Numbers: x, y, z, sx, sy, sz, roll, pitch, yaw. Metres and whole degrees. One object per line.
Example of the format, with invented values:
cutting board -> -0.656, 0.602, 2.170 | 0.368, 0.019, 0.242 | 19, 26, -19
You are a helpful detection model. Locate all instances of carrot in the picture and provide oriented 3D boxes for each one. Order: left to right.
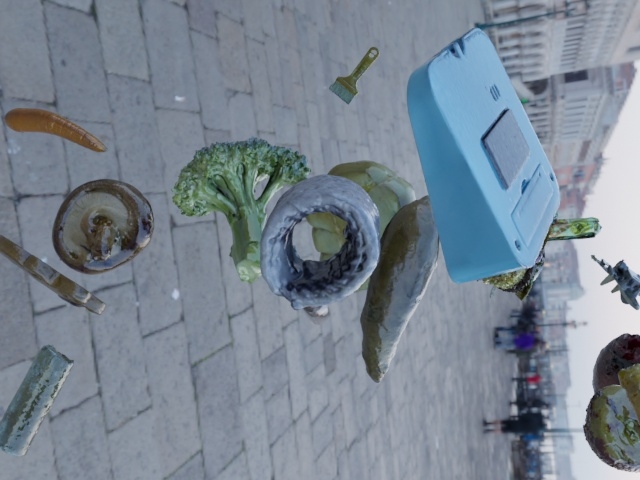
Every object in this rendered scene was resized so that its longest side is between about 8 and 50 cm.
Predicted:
carrot -> -0.629, -0.269, 1.546 | 0.062, 0.271, 0.066 | 85, 18, -68

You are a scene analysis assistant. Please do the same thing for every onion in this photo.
onion -> 0.779, 0.368, 1.580 | 0.146, 0.314, 0.280 | -27, 129, -23

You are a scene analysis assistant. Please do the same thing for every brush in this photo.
brush -> 0.111, -0.501, 1.963 | 0.082, 0.218, 0.010 | 35, 47, -12

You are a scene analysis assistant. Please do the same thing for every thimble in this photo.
thimble -> 0.000, 0.000, 1.240 | 0.246, 0.217, 0.157 | -57, -175, 22

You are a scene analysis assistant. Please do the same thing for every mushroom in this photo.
mushroom -> -0.486, -0.031, 1.478 | 0.138, 0.231, 0.194 | 68, -3, -71

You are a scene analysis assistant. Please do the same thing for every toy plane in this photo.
toy plane -> 0.759, 0.110, 1.604 | 0.088, 0.192, 0.262 | -54, 180, 12

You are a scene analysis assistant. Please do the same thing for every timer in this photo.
timer -> 0.180, -0.105, 0.764 | 0.232, 0.091, 0.250 | -44, 112, -50

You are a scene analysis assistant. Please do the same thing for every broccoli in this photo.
broccoli -> -0.253, -0.089, 1.785 | 0.274, 0.353, 0.397 | 22, 74, -45

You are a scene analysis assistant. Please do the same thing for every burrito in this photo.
burrito -> 0.649, -0.043, 1.836 | 0.104, 0.287, 0.054 | 77, 13, -47

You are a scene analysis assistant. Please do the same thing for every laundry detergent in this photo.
laundry detergent -> -0.043, 0.166, 1.981 | 0.171, 0.076, 0.237 | 51, -5, 17

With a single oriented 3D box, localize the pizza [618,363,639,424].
pizza -> 0.543, 0.240, 0.773 | 0.075, 0.287, 0.280 | 96, -24, -46

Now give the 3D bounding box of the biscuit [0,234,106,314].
biscuit -> -0.498, 0.063, 1.188 | 0.039, 0.236, 0.180 | -55, 161, -14

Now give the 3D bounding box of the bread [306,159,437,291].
bread -> 0.123, -0.048, 1.714 | 0.341, 0.300, 0.210 | 68, 24, -9

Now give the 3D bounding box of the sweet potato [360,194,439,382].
sweet potato -> 0.157, 0.108, 1.363 | 0.130, 0.130, 0.423 | -7, 112, -72

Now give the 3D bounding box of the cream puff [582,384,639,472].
cream puff -> 0.506, 0.316, 1.102 | 0.084, 0.149, 0.149 | 124, -29, -63

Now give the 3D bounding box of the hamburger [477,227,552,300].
hamburger -> 0.467, 0.025, 1.671 | 0.243, 0.138, 0.262 | -128, -138, -63

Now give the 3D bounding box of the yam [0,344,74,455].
yam -> -0.670, 0.372, 1.530 | 0.259, 0.093, 0.093 | -62, 157, -2
